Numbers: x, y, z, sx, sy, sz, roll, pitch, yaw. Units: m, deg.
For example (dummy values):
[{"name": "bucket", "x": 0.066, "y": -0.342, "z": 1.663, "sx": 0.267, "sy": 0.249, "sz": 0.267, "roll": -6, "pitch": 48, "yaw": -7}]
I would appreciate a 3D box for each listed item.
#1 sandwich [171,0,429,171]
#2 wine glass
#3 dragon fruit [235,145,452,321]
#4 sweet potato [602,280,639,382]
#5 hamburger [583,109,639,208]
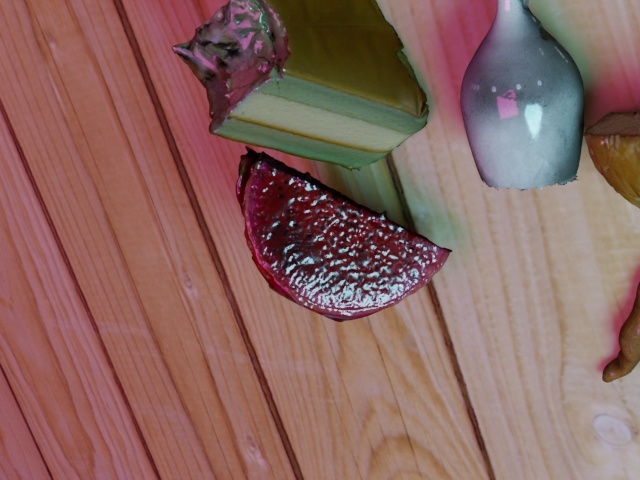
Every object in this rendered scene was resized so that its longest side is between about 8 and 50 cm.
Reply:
[{"name": "sandwich", "x": -0.020, "y": -0.171, "z": 1.181, "sx": 0.155, "sy": 0.198, "sz": 0.227, "roll": -33, "pitch": 91, "yaw": 46}, {"name": "wine glass", "x": 0.194, "y": -0.176, "z": 1.051, "sx": 0.126, "sy": 0.126, "sz": 0.241, "roll": 9, "pitch": 118, "yaw": 37}, {"name": "dragon fruit", "x": 0.000, "y": 0.000, "z": 1.243, "sx": 0.261, "sy": 0.189, "sz": 0.163, "roll": 30, "pitch": 148, "yaw": -8}, {"name": "sweet potato", "x": 0.341, "y": 0.094, "z": 1.146, "sx": 0.044, "sy": 0.044, "sz": 0.179, "roll": 28, "pitch": 130, "yaw": 25}, {"name": "hamburger", "x": 0.339, "y": -0.065, "z": 0.985, "sx": 0.207, "sy": 0.135, "sz": 0.155, "roll": -2, "pitch": 111, "yaw": 42}]
